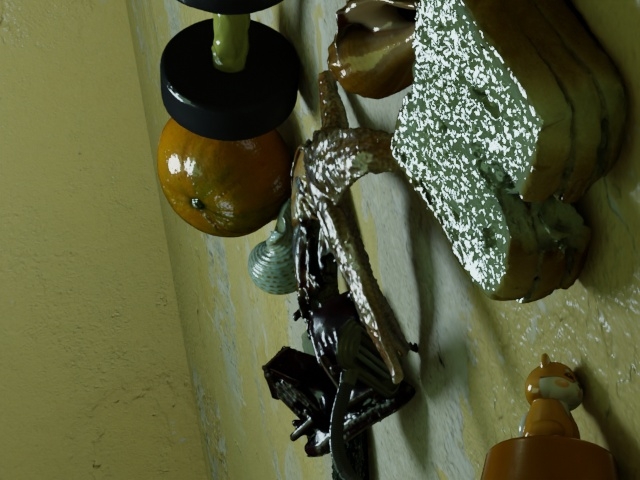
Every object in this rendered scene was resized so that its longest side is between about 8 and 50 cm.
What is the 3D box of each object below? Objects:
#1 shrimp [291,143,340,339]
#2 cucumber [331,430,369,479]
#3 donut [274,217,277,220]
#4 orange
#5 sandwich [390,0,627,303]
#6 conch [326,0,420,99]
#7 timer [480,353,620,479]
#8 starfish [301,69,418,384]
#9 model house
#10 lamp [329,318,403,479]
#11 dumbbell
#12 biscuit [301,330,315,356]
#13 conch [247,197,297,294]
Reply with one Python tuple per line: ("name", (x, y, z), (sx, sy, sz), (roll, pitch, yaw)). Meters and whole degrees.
("shrimp", (0.008, -0.001, 1.953), (0.178, 0.075, 0.289), (141, 128, -72))
("cucumber", (0.045, 0.351, 2.112), (0.067, 0.067, 0.245), (-122, 23, -53))
("donut", (-0.121, -0.117, 2.345), (0.162, 0.065, 0.178), (-119, 20, -51))
("orange", (-0.154, -0.106, 2.163), (0.240, 0.240, 0.171), (96, -159, -54))
("sandwich", (0.158, -0.097, 1.180), (0.273, 0.095, 0.249), (96, 154, -51))
("conch", (0.089, -0.213, 1.394), (0.330, 0.093, 0.109), (-15, 96, 58))
("timer", (0.209, 0.178, 1.237), (0.132, 0.132, 0.152), (104, 174, -62))
("starfish", (0.056, -0.037, 1.615), (0.398, 0.132, 0.384), (165, 87, -80))
("model house", (0.012, 0.179, 1.843), (0.164, 0.203, 0.141), (51, -157, -6))
("lamp", (0.100, 0.249, 1.628), (0.283, 0.124, 0.203), (56, -164, 25))
("dumbbell", (-0.125, -0.311, 1.898), (0.322, 0.204, 0.204), (95, 158, -51))
("biscuit", (0.012, 0.184, 2.144), (0.199, 0.040, 0.121), (127, 126, -72))
("conch", (-0.049, 0.013, 2.104), (0.153, 0.102, 0.135), (-48, 27, 50))
